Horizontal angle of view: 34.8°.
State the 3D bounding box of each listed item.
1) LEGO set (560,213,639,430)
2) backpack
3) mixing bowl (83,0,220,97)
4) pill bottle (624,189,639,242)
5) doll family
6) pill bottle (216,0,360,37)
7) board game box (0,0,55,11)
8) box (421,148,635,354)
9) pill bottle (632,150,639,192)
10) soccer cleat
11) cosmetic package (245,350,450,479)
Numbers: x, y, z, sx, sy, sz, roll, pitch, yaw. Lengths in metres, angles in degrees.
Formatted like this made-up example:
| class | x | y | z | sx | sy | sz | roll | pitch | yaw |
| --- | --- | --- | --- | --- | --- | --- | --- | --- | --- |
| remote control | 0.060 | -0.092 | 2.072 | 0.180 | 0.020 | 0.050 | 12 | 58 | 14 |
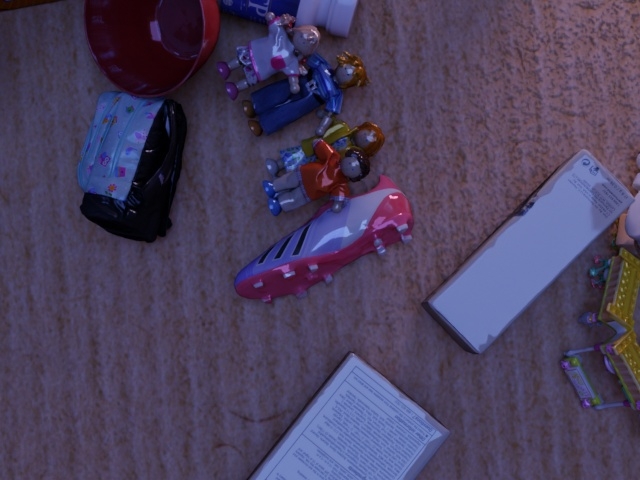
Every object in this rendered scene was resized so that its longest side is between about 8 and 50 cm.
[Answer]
| class | x | y | z | sx | sy | sz | roll | pitch | yaw |
| --- | --- | --- | --- | --- | --- | --- | --- | --- | --- |
| LEGO set | 0.372 | 0.114 | 1.302 | 0.132 | 0.107 | 0.287 | -5 | 79 | -35 |
| backpack | -0.236 | -0.101 | 1.283 | 0.115 | 0.152 | 0.182 | 12 | 80 | 5 |
| mixing bowl | -0.193 | -0.271 | 1.265 | 0.181 | 0.098 | 0.181 | 7 | 104 | 27 |
| pill bottle | 0.488 | 0.006 | 1.264 | 0.208 | 0.117 | 0.117 | 27 | 86 | -11 |
| doll family | -0.009 | -0.161 | 1.302 | 0.163 | 0.118 | 0.263 | -22 | 87 | 16 |
| pill bottle | -0.042 | -0.327 | 1.312 | 0.186 | 0.112 | 0.112 | 16 | 86 | 1 |
| board game box | -0.346 | -0.513 | 1.203 | 0.356 | 0.356 | 0.356 | -11 | 85 | -1 |
| box | 0.257 | 0.016 | 1.286 | 0.275 | 0.113 | 0.094 | -44 | 86 | -4 |
| pill bottle | 0.449 | -0.115 | 1.317 | 0.067 | 0.067 | 0.120 | 25 | 86 | 2 |
| soccer cleat | 0.000 | 0.000 | 1.311 | 0.248 | 0.083 | 0.095 | -24 | 61 | 1 |
| cosmetic package | 0.002 | 0.304 | 1.262 | 0.160 | 0.113 | 0.309 | 40 | 87 | 3 |
